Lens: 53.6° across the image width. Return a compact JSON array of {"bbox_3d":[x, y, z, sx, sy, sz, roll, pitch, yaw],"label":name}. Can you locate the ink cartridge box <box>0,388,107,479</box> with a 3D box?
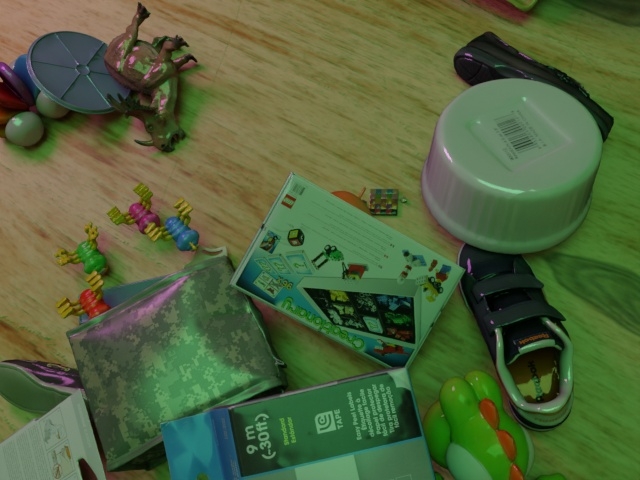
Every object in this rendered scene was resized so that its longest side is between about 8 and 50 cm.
[{"bbox_3d":[-0.379,0.394,0.951,0.239,0.060,0.275,-34,67,21],"label":"ink cartridge box"}]

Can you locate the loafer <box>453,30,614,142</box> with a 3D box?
[{"bbox_3d":[0.379,-0.277,1.100,0.303,0.109,0.095,36,75,22],"label":"loafer"}]

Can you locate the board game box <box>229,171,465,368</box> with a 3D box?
[{"bbox_3d":[0.041,0.052,0.965,0.306,0.053,0.192,29,93,-9],"label":"board game box"}]

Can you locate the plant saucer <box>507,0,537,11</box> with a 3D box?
[{"bbox_3d":[0.328,-0.642,1.190,0.333,0.081,0.332,32,90,-4],"label":"plant saucer"}]

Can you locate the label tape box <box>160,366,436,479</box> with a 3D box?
[{"bbox_3d":[-0.028,0.321,0.813,0.348,0.115,0.249,-13,79,-1],"label":"label tape box"}]

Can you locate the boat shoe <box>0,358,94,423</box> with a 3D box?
[{"bbox_3d":[-0.450,0.246,1.063,0.228,0.069,0.081,14,113,18],"label":"boat shoe"}]

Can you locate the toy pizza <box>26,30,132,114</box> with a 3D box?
[{"bbox_3d":[-0.471,-0.327,1.246,0.201,0.032,0.201,17,54,-26],"label":"toy pizza"}]

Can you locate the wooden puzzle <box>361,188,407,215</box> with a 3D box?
[{"bbox_3d":[0.111,-0.068,1.116,0.084,0.006,0.049,2,70,10],"label":"wooden puzzle"}]

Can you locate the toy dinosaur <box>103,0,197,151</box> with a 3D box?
[{"bbox_3d":[-0.355,-0.329,1.233,0.200,0.127,0.296,-46,64,-1],"label":"toy dinosaur"}]

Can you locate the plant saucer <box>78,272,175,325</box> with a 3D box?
[{"bbox_3d":[-0.340,0.105,1.121,0.192,0.018,0.067,-12,69,4],"label":"plant saucer"}]

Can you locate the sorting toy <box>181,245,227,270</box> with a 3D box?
[{"bbox_3d":[-0.194,0.042,1.109,0.084,0.045,0.075,1,63,10],"label":"sorting toy"}]

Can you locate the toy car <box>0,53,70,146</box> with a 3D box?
[{"bbox_3d":[-0.598,-0.291,1.246,0.159,0.136,0.182,40,80,20],"label":"toy car"}]

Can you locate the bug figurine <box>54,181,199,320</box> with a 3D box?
[{"bbox_3d":[-0.337,0.022,1.106,0.279,0.072,0.216,-41,50,-5],"label":"bug figurine"}]

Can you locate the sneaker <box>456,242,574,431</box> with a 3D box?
[{"bbox_3d":[0.298,0.120,0.954,0.126,0.127,0.320,-19,67,3],"label":"sneaker"}]

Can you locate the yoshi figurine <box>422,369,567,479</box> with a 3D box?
[{"bbox_3d":[0.239,0.361,0.877,0.203,0.204,0.361,-22,78,38],"label":"yoshi figurine"}]

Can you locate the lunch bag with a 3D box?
[{"bbox_3d":[-0.209,0.187,0.989,0.287,0.169,0.235,-29,68,3],"label":"lunch bag"}]

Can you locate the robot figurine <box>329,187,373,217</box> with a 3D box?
[{"bbox_3d":[0.001,0.002,1.045,0.220,0.128,0.158,-29,33,-2],"label":"robot figurine"}]

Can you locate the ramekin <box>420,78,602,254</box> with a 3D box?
[{"bbox_3d":[0.304,-0.128,1.007,0.278,0.135,0.277,-2,57,3],"label":"ramekin"}]
